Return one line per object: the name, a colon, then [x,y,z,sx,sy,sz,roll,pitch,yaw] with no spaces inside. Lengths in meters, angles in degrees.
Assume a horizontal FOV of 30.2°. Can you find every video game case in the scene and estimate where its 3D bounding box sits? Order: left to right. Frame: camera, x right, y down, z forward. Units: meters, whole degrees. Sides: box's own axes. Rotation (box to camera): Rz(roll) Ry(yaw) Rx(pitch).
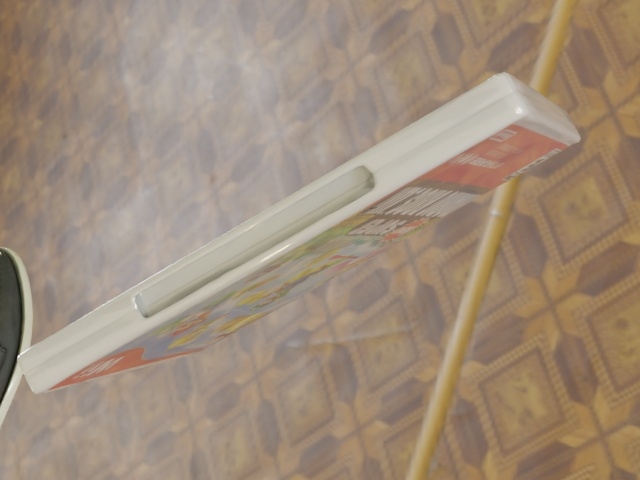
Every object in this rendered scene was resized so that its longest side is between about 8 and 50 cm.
video game case: [0.000,0.000,0.651,0.285,0.204,0.025,-29,82,17]

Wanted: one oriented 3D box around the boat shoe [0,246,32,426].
boat shoe: [-0.405,0.152,1.258,0.127,0.113,0.340,2,69,33]
